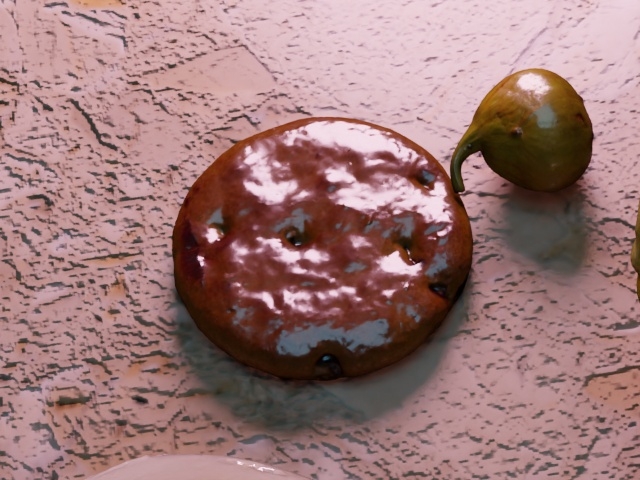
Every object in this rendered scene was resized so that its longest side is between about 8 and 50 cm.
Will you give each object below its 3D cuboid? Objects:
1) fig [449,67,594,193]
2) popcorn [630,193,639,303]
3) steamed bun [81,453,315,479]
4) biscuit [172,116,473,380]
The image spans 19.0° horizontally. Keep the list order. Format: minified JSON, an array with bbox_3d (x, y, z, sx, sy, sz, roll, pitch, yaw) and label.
[{"bbox_3d":[0.134,-0.074,1.300,0.098,0.082,0.084,-5,95,-4],"label":"fig"},{"bbox_3d":[0.314,-0.006,1.105,0.312,0.312,0.312,-4,58,7],"label":"popcorn"},{"bbox_3d":[-0.063,0.275,0.974,0.324,0.324,0.206,-34,38,-12],"label":"steamed bun"},{"bbox_3d":[0.000,0.000,1.301,0.212,0.036,0.212,-4,57,6],"label":"biscuit"}]
